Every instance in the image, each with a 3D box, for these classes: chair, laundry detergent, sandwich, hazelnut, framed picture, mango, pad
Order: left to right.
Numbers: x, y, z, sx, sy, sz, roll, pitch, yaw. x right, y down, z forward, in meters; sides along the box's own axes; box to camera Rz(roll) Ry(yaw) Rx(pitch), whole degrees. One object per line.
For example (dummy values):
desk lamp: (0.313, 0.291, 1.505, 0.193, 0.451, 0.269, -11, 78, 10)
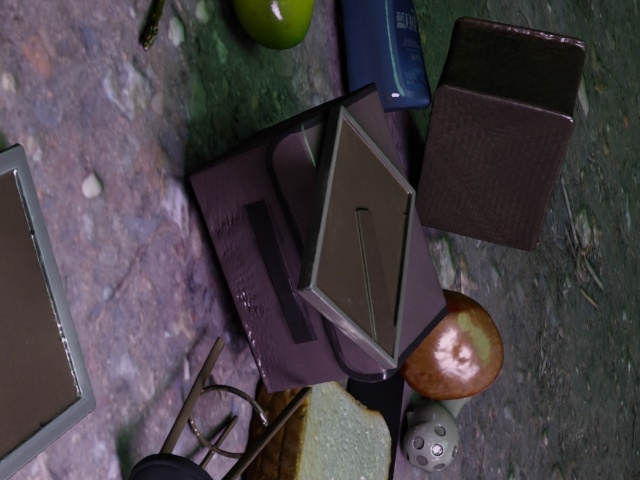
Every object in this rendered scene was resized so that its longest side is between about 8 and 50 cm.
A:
framed picture: (-0.271, 0.080, 0.855, 0.293, 0.018, 0.231, -40, 121, -59)
chair: (-0.102, 0.184, 1.103, 0.095, 0.104, 0.221, 50, 33, -14)
mango: (-0.049, -0.286, 1.280, 0.117, 0.089, 0.163, 19, 69, -61)
sandwich: (0.002, 0.247, 1.310, 0.215, 0.065, 0.186, 45, 46, -49)
framed picture: (0.038, -0.004, 1.124, 0.150, 0.015, 0.203, 44, 44, -42)
pad: (0.062, 0.234, 1.511, 0.159, 0.009, 0.265, 50, 41, -48)
laundry detergent: (0.076, -0.305, 1.527, 0.143, 0.094, 0.290, -15, 100, -62)
hazelnut: (0.163, 0.130, 1.586, 0.150, 0.150, 0.150, 18, 70, -62)

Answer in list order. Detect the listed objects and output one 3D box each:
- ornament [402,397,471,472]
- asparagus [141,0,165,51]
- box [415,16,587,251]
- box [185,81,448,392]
ornament: (0.152, 0.241, 1.622, 0.081, 0.075, 0.156, 36, 38, -1)
asparagus: (-0.146, -0.244, 1.163, 0.016, 0.013, 0.166, 124, -19, -60)
box: (0.237, -0.137, 1.627, 0.273, 0.184, 0.143, 95, 10, -50)
box: (0.000, 0.000, 1.222, 0.188, 0.153, 0.252, -37, 108, -57)
